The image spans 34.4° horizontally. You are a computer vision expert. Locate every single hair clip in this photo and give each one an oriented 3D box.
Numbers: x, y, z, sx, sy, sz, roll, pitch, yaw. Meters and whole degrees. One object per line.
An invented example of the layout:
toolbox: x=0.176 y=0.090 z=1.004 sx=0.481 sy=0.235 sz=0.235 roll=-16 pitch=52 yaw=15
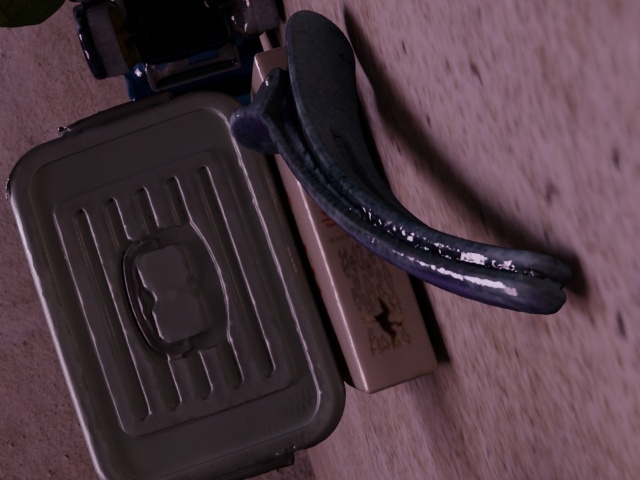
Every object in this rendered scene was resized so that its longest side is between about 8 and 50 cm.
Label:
hair clip: x=0.025 y=-0.026 z=0.446 sx=0.048 sy=0.083 sz=0.275 roll=29 pitch=-167 yaw=-31

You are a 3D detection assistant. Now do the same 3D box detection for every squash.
squash: x=-0.224 y=-0.191 z=0.738 sx=0.219 sy=0.068 sz=0.077 roll=-108 pitch=19 yaw=-78

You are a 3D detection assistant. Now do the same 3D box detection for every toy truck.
toy truck: x=-0.133 y=-0.256 z=0.745 sx=0.175 sy=0.146 sz=0.367 roll=-111 pitch=6 yaw=-55

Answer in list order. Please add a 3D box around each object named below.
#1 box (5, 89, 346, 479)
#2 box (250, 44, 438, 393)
box: x=-0.085 y=0.035 z=0.682 sx=0.135 sy=0.163 sz=0.243 roll=49 pitch=-159 yaw=-85
box: x=-0.001 y=0.000 z=0.749 sx=0.365 sy=0.051 sz=0.205 roll=135 pitch=118 yaw=-82
